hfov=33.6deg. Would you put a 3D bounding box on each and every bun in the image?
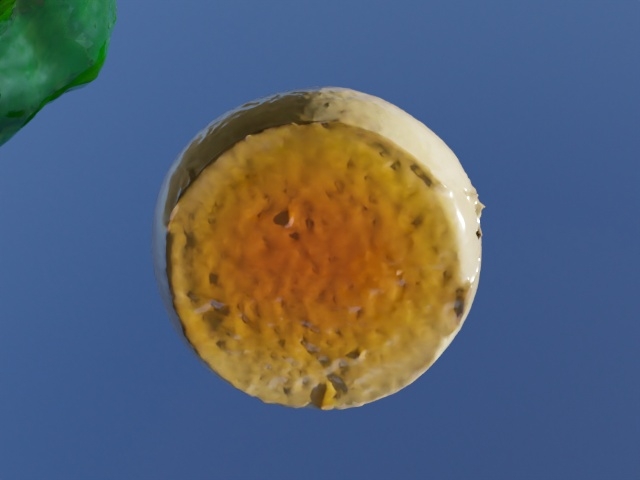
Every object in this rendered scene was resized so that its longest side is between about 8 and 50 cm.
[{"bbox_3d":[0.000,0.000,0.970,0.299,0.299,0.165,-15,-160,4],"label":"bun"}]

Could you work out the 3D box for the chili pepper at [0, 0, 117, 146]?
[{"bbox_3d":[-0.206,-0.109,0.556,0.213,0.385,0.167,-25,-101,-28],"label":"chili pepper"}]
